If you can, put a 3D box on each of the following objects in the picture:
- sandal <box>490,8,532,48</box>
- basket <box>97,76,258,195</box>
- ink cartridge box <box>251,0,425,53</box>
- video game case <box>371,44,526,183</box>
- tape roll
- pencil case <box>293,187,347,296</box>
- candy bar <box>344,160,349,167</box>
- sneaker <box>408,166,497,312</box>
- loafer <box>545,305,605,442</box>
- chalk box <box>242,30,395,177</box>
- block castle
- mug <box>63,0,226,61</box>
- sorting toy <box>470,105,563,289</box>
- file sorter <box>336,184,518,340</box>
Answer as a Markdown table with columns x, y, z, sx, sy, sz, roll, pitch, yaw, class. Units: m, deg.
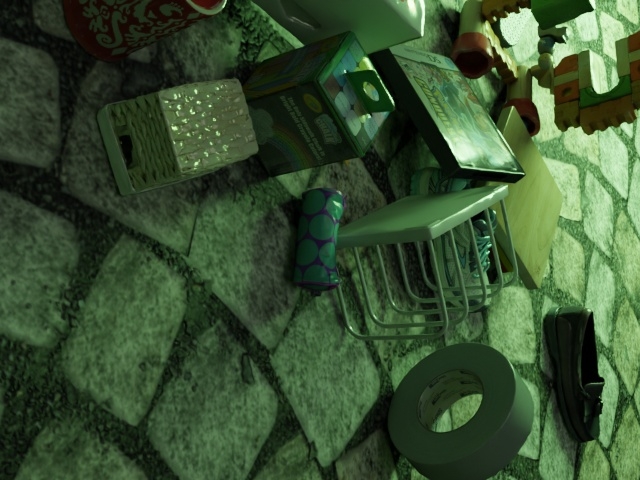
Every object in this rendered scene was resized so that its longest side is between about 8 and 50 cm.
| x | y | z | sx | sy | sz | roll | pitch | yaw | class |
| --- | --- | --- | --- | --- | --- | --- | --- | --- | --- |
| 0.422 | -0.508 | 2.140 | 0.097 | 0.054 | 0.254 | 54 | 53 | -20 | sandal |
| -0.168 | -0.130 | 1.202 | 0.167 | 0.103 | 0.113 | -23 | 100 | -52 | basket |
| 0.023 | -0.486 | 1.377 | 0.279 | 0.160 | 0.385 | 30 | 59 | -47 | ink cartridge box |
| 0.225 | -0.222 | 1.714 | 0.248 | 0.035 | 0.275 | 0 | 56 | -54 | video game case |
| 0.215 | 0.266 | 1.527 | 0.072 | 0.219 | 0.219 | 50 | 46 | -35 | tape roll |
| 0.000 | 0.000 | 1.425 | 0.070 | 0.064 | 0.152 | 9 | 70 | -10 | pencil case |
| 0.047 | -0.193 | 1.579 | 0.040 | 0.018 | 0.162 | 41 | 52 | -41 | candy bar |
| 0.252 | 0.001 | 1.720 | 0.110 | 0.122 | 0.283 | -45 | 117 | -47 | sneaker |
| 0.553 | 0.284 | 2.081 | 0.109 | 0.095 | 0.303 | -23 | 101 | -53 | loafer |
| 0.006 | -0.191 | 1.357 | 0.132 | 0.213 | 0.132 | 58 | 42 | -27 | chalk box |
| 0.503 | -0.361 | 1.876 | 0.303 | 0.453 | 0.213 | 43 | 43 | -41 | block castle |
| -0.204 | -0.299 | 1.138 | 0.113 | 0.169 | 0.150 | -27 | 104 | -52 | mug |
| 0.359 | -0.078 | 1.910 | 0.255 | 0.089 | 0.257 | 53 | 44 | -31 | sorting toy |
| 0.166 | 0.033 | 1.543 | 0.277 | 0.192 | 0.173 | -25 | 105 | -53 | file sorter |
